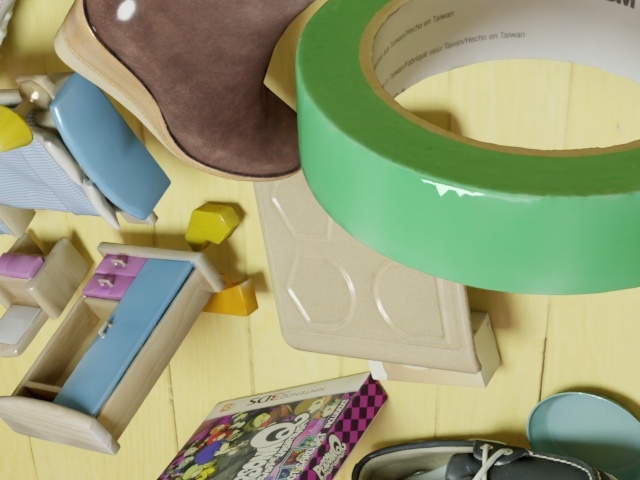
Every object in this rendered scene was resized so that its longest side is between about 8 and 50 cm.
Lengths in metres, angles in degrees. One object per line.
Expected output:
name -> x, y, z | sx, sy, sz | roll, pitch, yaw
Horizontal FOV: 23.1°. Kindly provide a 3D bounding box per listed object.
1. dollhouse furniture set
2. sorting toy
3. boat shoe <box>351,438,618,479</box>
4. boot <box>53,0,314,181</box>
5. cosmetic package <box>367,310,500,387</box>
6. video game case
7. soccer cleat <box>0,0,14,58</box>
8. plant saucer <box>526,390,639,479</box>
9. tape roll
dollhouse furniture set -> -0.286, 0.005, 1.382 | 0.286, 0.198, 0.303 | 5, 141, 40
sorting toy -> 0.000, 0.000, 1.380 | 0.307, 0.041, 0.229 | 4, 116, 39
boat shoe -> 0.141, 0.232, 1.421 | 0.302, 0.114, 0.091 | -17, 120, 48
boot -> -0.060, -0.139, 1.186 | 0.248, 0.090, 0.207 | 27, 146, -29
cosmetic package -> 0.098, 0.096, 1.409 | 0.115, 0.041, 0.060 | 1, 124, 31
video game case -> -0.070, 0.221, 1.478 | 0.210, 0.232, 0.042 | -16, 113, 39
soccer cleat -> -0.322, -0.198, 1.395 | 0.331, 0.116, 0.143 | -21, 131, 40
plant saucer -> 0.244, 0.176, 1.401 | 0.119, 0.021, 0.119 | 16, 132, 19
tape roll -> 0.144, -0.093, 1.034 | 0.321, 0.321, 0.077 | 16, 131, 20
